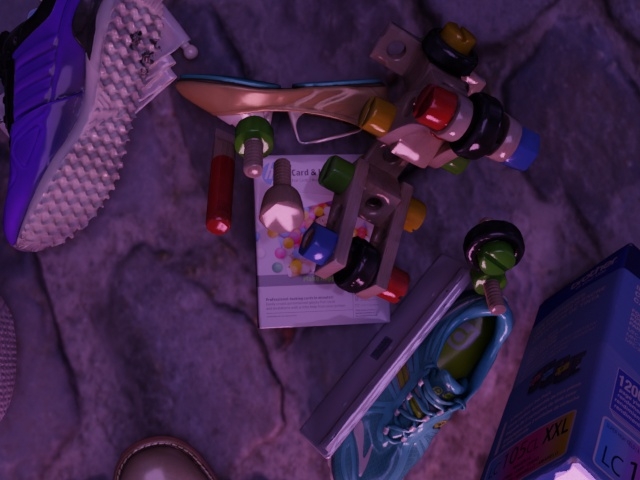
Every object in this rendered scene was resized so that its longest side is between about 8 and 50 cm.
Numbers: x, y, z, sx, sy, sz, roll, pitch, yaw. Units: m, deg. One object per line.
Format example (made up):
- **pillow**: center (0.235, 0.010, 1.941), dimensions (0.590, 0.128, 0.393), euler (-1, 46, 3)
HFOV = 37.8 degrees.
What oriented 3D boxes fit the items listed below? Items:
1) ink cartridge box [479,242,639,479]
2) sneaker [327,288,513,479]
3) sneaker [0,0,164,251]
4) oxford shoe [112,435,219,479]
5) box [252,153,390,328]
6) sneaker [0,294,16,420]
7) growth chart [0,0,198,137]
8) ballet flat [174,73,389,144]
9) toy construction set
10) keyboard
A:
- **ink cartridge box**: center (0.333, 0.191, 0.938), dimensions (0.270, 0.151, 0.395), euler (42, 39, -5)
- **sneaker**: center (0.105, 0.161, 0.992), dimensions (0.107, 0.110, 0.275), euler (37, 84, -5)
- **sneaker**: center (-0.270, -0.138, 0.941), dimensions (0.146, 0.102, 0.293), euler (25, 96, 20)
- **oxford shoe**: center (-0.117, 0.392, 0.931), dimensions (0.140, 0.146, 0.397), euler (-17, 90, -8)
- **box**: center (0.000, 0.000, 1.020), dimensions (0.145, 0.038, 0.186), euler (-1, 87, -9)
- **sneaker**: center (-0.418, 0.013, 0.874), dimensions (0.210, 0.137, 0.365), euler (-3, 108, -1)
- **growth chart**: center (-0.253, -0.186, 1.001), dimensions (0.172, 0.021, 0.237), euler (43, 82, -3)
- **ballet flat**: center (-0.039, -0.140, 1.003), dimensions (0.232, 0.080, 0.073), euler (0, 99, -8)
- **toy construction set**: center (0.047, -0.098, 0.927), dimensions (0.309, 0.257, 0.237), euler (3, 44, -6)
- **keyboard**: center (0.072, 0.120, 1.009), dimensions (0.014, 0.072, 0.256), euler (43, 82, -22)
